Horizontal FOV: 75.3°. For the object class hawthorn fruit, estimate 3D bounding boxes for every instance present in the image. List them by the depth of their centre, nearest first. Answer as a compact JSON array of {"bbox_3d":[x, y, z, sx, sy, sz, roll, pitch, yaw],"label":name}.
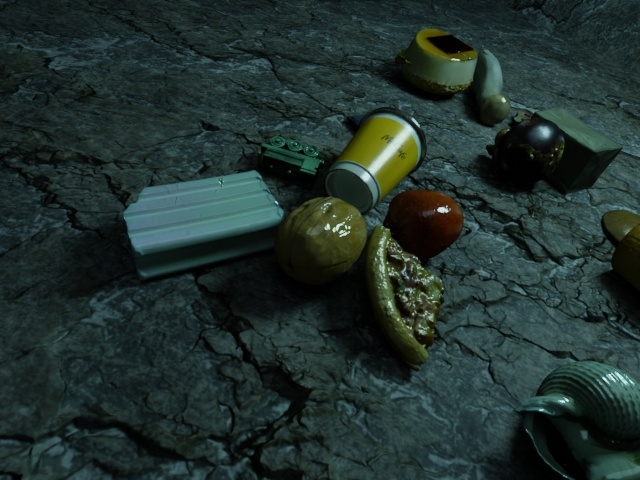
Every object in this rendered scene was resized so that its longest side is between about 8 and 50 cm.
[{"bbox_3d":[0.273,-0.032,0.924,0.285,0.165,0.165,2,44,-30],"label":"hawthorn fruit"}]

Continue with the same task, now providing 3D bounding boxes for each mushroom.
[{"bbox_3d":[0.616,-0.560,1.531,0.122,0.159,0.329,-13,43,22],"label":"mushroom"}]

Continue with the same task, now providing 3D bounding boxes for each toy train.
[{"bbox_3d":[-0.076,-0.202,1.052,0.170,0.071,0.111,17,51,3],"label":"toy train"}]

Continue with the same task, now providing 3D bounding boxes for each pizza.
[{"bbox_3d":[0.172,0.097,0.786,0.197,0.058,0.292,10,57,-32],"label":"pizza"}]

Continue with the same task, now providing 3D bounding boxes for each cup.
[{"bbox_3d":[0.134,-0.195,1.023,0.196,0.196,0.280,29,53,15],"label":"cup"}]

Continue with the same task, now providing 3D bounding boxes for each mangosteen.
[{"bbox_3d":[0.590,-0.268,1.220,0.192,0.192,0.217,-21,33,-31],"label":"mangosteen"}]

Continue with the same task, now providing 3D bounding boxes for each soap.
[{"bbox_3d":[-0.230,-0.038,0.826,0.289,0.095,0.173,-14,49,-26],"label":"soap"}]

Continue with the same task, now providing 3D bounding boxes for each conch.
[{"bbox_3d":[0.408,0.280,0.651,0.199,0.131,0.173,-9,71,14],"label":"conch"}]

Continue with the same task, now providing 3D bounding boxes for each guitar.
[{"bbox_3d":[0.701,-0.403,1.472,0.083,0.038,0.271,34,45,20],"label":"guitar"}]

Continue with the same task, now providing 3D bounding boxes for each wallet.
[{"bbox_3d":[0.175,-0.365,1.306,0.165,0.030,0.111,-12,45,-27],"label":"wallet"}]

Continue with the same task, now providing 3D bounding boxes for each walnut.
[{"bbox_3d":[0.000,0.000,0.805,0.165,0.165,0.197,28,46,14],"label":"walnut"}]

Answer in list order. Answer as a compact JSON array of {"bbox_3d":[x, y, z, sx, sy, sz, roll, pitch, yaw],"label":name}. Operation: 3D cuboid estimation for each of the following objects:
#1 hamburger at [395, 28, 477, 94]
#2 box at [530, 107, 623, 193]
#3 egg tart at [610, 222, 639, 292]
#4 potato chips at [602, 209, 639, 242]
[{"bbox_3d":[0.444,-0.664,1.572,0.276,0.179,0.294,-27,60,-31],"label":"hamburger"},{"bbox_3d":[0.752,-0.282,1.286,0.155,0.149,0.231,-12,50,-26],"label":"box"},{"bbox_3d":[0.790,0.044,0.954,0.202,0.203,0.147,-10,36,-23],"label":"egg tart"},{"bbox_3d":[0.859,-0.028,1.134,0.150,0.049,0.202,31,40,9],"label":"potato chips"}]
